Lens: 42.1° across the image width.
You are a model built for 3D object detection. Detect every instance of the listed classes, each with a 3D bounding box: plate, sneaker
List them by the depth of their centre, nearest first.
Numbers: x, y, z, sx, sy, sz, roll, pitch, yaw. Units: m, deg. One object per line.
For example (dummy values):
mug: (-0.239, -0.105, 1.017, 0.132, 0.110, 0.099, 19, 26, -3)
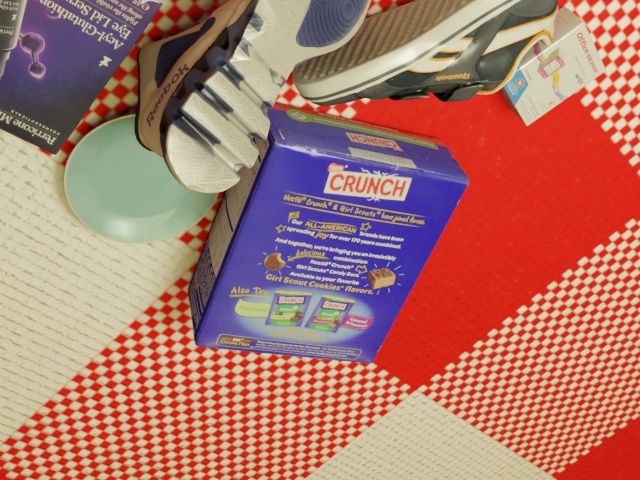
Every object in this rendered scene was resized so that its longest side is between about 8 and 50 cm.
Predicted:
sneaker: (-0.100, -0.205, 0.883, 0.315, 0.182, 0.127, -54, 133, -13)
sneaker: (0.132, -0.211, 0.955, 0.321, 0.126, 0.127, -26, 126, 0)
plate: (-0.214, -0.076, 1.009, 0.188, 0.024, 0.188, -10, 130, -13)

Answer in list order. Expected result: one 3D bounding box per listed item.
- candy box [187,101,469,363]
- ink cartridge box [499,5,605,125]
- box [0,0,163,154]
candy box: (0.000, 0.000, 1.081, 0.268, 0.122, 0.317, 10, 124, -25)
ink cartridge box: (0.285, -0.220, 1.051, 0.122, 0.052, 0.088, -36, 130, 9)
box: (-0.278, -0.214, 0.820, 0.153, 0.108, 0.207, 26, 115, -34)
